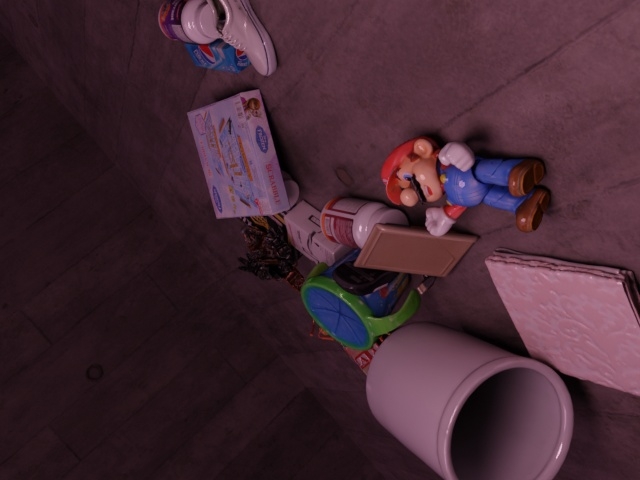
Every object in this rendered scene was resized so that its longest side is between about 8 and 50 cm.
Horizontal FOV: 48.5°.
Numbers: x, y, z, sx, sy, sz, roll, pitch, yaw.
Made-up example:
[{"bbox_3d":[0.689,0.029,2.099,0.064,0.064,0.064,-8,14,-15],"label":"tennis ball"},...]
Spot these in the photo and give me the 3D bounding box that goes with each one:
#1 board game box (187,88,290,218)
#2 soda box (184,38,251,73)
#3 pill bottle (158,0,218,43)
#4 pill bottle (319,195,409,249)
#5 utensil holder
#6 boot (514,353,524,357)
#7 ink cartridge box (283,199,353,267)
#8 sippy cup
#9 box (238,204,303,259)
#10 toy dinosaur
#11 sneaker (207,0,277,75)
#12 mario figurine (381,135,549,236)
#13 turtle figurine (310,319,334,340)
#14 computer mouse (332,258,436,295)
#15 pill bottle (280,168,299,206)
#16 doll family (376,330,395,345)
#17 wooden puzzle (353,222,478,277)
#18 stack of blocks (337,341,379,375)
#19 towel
[{"bbox_3d":[-0.227,-0.222,1.927,0.318,0.065,0.319,1,108,55],"label":"board game box"},{"bbox_3d":[-0.242,-0.460,1.724,0.210,0.071,0.067,23,149,49],"label":"soda box"},{"bbox_3d":[-0.293,-0.519,1.670,0.193,0.108,0.108,22,148,49],"label":"pill bottle"},{"bbox_3d":[0.105,-0.038,1.712,0.221,0.121,0.121,15,142,55],"label":"pill bottle"},{"bbox_3d":[0.320,0.378,1.632,0.328,0.327,0.385,56,165,-20],"label":"utensil holder"},{"bbox_3d":[0.499,0.330,1.675,0.158,0.059,0.085,34,151,36],"label":"boot"},{"bbox_3d":[0.000,0.000,2.043,0.203,0.086,0.148,36,157,29],"label":"ink cartridge box"},{"bbox_3d":[0.107,0.125,1.834,0.305,0.224,0.240,37,152,15],"label":"sippy cup"},{"bbox_3d":[-0.184,-0.097,2.257,0.322,0.079,0.257,40,160,19],"label":"box"},{"bbox_3d":[-0.127,0.058,2.168,0.321,0.164,0.218,23,173,18],"label":"toy dinosaur"},{"bbox_3d":[-0.186,-0.468,1.567,0.094,0.091,0.258,19,145,53],"label":"sneaker"},{"bbox_3d":[0.233,-0.087,1.283,0.320,0.170,0.198,16,109,43],"label":"mario figurine"},{"bbox_3d":[0.024,0.209,2.237,0.269,0.087,0.218,-159,69,-78],"label":"turtle figurine"},{"bbox_3d":[0.156,0.095,1.674,0.184,0.262,0.060,31,126,28],"label":"computer mouse"},{"bbox_3d":[-0.157,-0.158,2.030,0.215,0.117,0.117,26,150,45],"label":"pill bottle"},{"bbox_3d":[0.197,0.287,2.176,0.193,0.076,0.111,38,173,19],"label":"doll family"},{"bbox_3d":[0.203,0.018,1.562,0.220,0.044,0.239,7,157,-8],"label":"wooden puzzle"},{"bbox_3d":[0.121,0.339,2.303,0.171,0.087,0.297,50,175,-1],"label":"stack of blocks"},{"bbox_3d":[0.500,0.161,1.373,0.331,0.053,0.317,11,138,58],"label":"towel"}]
